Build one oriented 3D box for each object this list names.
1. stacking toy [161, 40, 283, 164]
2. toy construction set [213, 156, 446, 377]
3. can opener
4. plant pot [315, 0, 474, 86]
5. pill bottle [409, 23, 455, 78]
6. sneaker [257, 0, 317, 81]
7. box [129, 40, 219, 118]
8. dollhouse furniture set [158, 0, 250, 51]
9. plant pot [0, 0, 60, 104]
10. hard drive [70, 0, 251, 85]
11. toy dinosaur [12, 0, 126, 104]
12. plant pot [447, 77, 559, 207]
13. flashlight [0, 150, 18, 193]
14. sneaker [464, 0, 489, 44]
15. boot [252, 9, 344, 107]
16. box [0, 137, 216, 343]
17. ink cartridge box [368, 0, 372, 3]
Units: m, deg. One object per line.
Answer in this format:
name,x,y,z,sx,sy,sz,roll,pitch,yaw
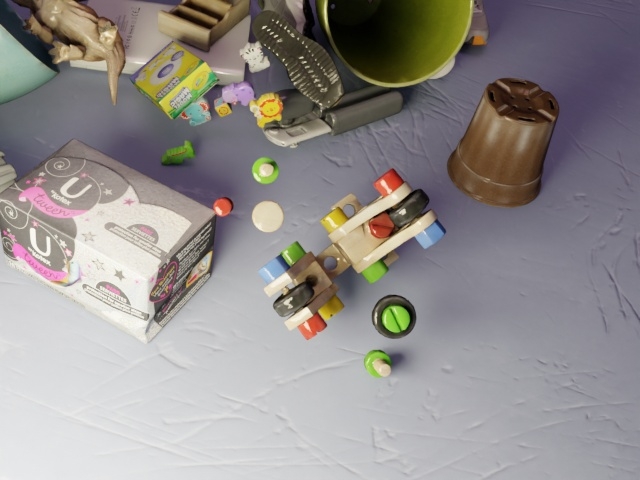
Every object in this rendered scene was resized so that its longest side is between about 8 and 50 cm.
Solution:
stacking toy,-0.173,-0.228,1.455,0.221,0.052,0.167,-22,46,10
toy construction set,0.000,0.000,1.240,0.309,0.257,0.237,27,1,-7
can opener,0.023,-0.227,1.528,0.280,0.093,0.074,-18,47,-30
plant pot,0.100,-0.449,1.645,0.275,0.274,0.293,-4,21,-15
pill bottle,0.210,-0.386,1.724,0.078,0.078,0.137,-1,47,-12
sneaker,-0.063,-0.388,1.674,0.108,0.100,0.271,-15,50,8
box,-0.244,-0.268,1.475,0.105,0.043,0.179,-43,41,-6
dollhouse furniture set,-0.199,-0.491,1.571,0.212,0.242,0.161,25,47,14
plant pot,-0.587,-0.315,1.389,0.195,0.290,0.290,-41,59,1
hard drive,-0.289,-0.373,1.637,0.308,0.040,0.203,6,45,-6
toy dinosaur,-0.409,-0.366,1.509,0.127,0.200,0.295,-44,91,5
plant pot,0.312,-0.171,1.475,0.167,0.165,0.167,5,45,-5
flashlight,-0.569,-0.030,1.214,0.304,0.103,0.103,-27,90,-27
sneaker,0.297,-0.509,1.831,0.099,0.121,0.262,-1,46,-11
boot,-0.020,-0.300,1.496,0.077,0.137,0.198,-39,80,9
box,-0.291,-0.004,1.206,0.247,0.142,0.163,27,47,15
ink cartridge box,0.093,-0.518,1.863,0.115,0.029,0.062,7,45,-4
